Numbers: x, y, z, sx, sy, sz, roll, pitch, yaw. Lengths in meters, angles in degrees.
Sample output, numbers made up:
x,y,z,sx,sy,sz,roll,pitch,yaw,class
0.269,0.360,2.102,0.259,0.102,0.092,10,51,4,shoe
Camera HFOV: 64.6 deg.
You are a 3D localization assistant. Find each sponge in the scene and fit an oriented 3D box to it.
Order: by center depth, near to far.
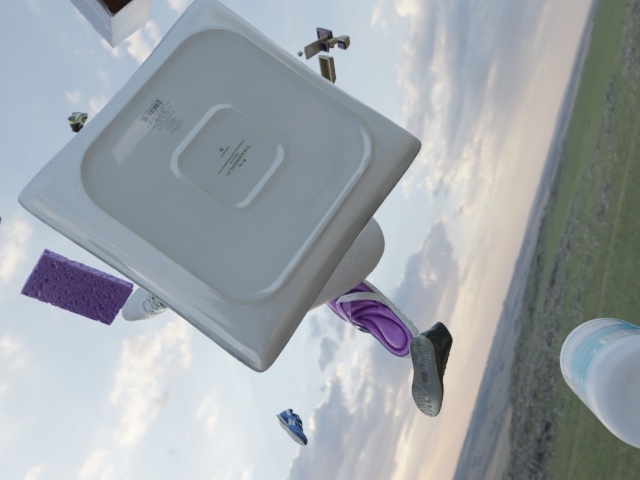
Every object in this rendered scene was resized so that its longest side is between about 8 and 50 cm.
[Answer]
x,y,z,sx,sy,sz,roll,pitch,yaw,class
-0.556,0.112,1.167,0.210,0.031,0.117,28,-76,-28,sponge

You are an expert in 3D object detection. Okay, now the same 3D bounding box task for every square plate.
x,y,z,sx,sy,sz,roll,pitch,yaw,class
-0.104,-0.086,0.587,0.347,0.344,0.049,-55,0,-13,square plate

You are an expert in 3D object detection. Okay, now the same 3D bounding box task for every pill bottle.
x,y,z,sx,sy,sz,roll,pitch,yaw,class
0.448,0.195,0.749,0.264,0.146,0.146,4,-79,-76,pill bottle

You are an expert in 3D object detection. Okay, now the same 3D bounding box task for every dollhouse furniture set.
x,y,z,sx,sy,sz,roll,pitch,yaw,class
0.006,-0.341,0.994,0.081,0.091,0.114,-40,-39,-25,dollhouse furniture set

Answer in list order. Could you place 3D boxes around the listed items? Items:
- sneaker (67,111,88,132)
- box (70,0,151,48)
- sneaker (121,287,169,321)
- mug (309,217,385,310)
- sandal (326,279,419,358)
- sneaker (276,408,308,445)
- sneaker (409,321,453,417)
x,y,z,sx,sy,sz,roll,pitch,yaw,class
-0.536,-0.262,1.118,0.083,0.031,0.035,-95,11,-64,sneaker
-0.539,-0.631,1.264,0.143,0.381,0.191,-44,-69,-8,box
-0.474,0.165,1.524,0.110,0.297,0.129,62,-175,-8,sneaker
0.000,0.000,1.592,0.328,0.374,0.276,-23,-24,-29,mug
0.143,0.229,1.634,0.102,0.416,0.169,2,-69,-48,sandal
-0.075,0.547,1.497,0.059,0.144,0.053,-27,-56,-26,sneaker
0.285,0.317,1.242,0.118,0.083,0.221,-23,-66,-44,sneaker
